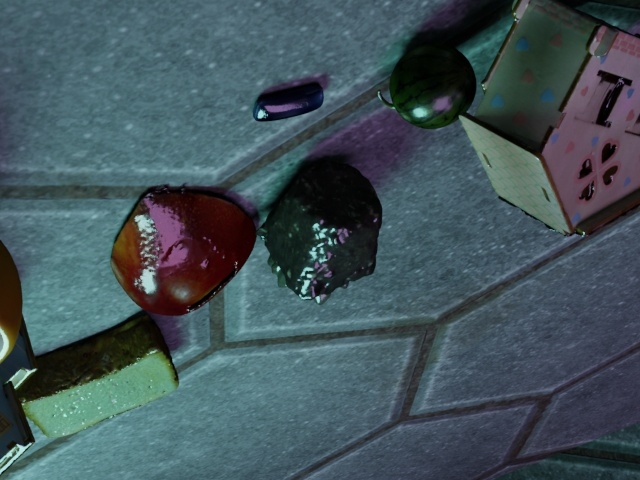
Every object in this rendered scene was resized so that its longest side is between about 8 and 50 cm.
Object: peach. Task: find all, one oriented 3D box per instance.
[{"bbox_3d":[-0.166,0.024,1.542,0.189,0.068,0.279,-28,154,-1],"label":"peach"}]

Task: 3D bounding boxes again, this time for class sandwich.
[{"bbox_3d":[-0.312,0.194,1.733,0.214,0.065,0.186,-21,154,-7],"label":"sandwich"}]

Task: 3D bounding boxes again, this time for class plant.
[{"bbox_3d":[0.000,0.000,1.564,0.129,0.132,0.194,-18,151,-27],"label":"plant"}]

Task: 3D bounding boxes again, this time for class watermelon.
[{"bbox_3d":[0.124,-0.170,1.395,0.109,0.109,0.109,-20,154,-10],"label":"watermelon"}]

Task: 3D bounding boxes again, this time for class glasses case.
[{"bbox_3d":[-0.034,-0.151,1.377,0.083,0.023,0.033,-16,155,-18],"label":"glasses case"}]

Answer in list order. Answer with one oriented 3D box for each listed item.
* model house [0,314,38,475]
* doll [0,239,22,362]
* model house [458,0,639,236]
[{"bbox_3d":[-0.444,0.165,1.442,0.178,0.271,0.206,-45,-176,32],"label":"model house"},{"bbox_3d":[-0.424,0.074,1.253,0.213,0.213,0.236,7,136,-48],"label":"doll"},{"bbox_3d":[0.296,-0.136,1.420,0.326,0.169,0.244,6,110,-47],"label":"model house"}]
